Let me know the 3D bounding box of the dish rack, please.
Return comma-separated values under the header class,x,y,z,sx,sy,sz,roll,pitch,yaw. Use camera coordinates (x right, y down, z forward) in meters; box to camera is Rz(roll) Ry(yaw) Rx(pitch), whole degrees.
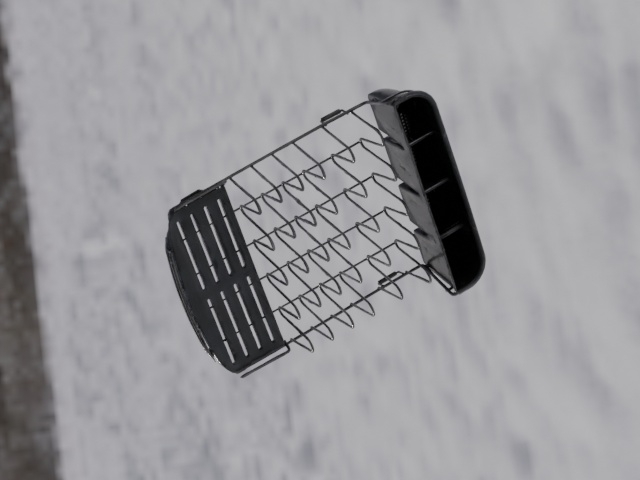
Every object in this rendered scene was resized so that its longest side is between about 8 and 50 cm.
class,x,y,z,sx,sy,sz,roll,pitch,yaw
dish rack,0.000,0.000,1.769,0.074,0.271,0.208,33,148,58
